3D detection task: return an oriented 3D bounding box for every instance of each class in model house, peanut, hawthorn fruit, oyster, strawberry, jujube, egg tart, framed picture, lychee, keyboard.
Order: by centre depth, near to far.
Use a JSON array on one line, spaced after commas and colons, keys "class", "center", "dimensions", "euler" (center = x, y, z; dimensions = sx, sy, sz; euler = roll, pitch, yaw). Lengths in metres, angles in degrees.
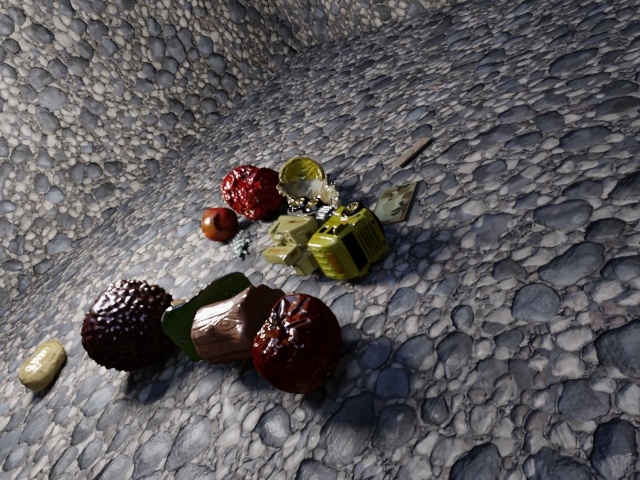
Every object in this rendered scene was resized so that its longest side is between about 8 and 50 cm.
[{"class": "jujube", "center": [-0.058, 0.256, 1.379], "dimensions": [0.213, 0.212, 0.232], "euler": [-14, 31, 32]}, {"class": "model house", "center": [-0.324, 0.200, 1.727], "dimensions": [0.294, 0.207, 0.154], "euler": [-32, 26, 3]}, {"class": "framed picture", "center": [0.235, -0.117, 1.827], "dimensions": [0.136, 0.010, 0.200], "euler": [-12, 35, 34]}, {"class": "lychee", "center": [-0.618, 0.280, 1.834], "dimensions": [0.331, 0.305, 0.306], "euler": [9, 44, 14]}, {"class": "oyster", "center": [-0.009, -0.158, 2.015], "dimensions": [0.198, 0.133, 0.337], "euler": [-33, 33, -22]}, {"class": "keyboard", "center": [0.332, -0.316, 2.023], "dimensions": [0.166, 0.017, 0.055], "euler": [-41, 25, -13]}, {"class": "peanut", "center": [-1.070, 0.475, 2.166], "dimensions": [0.137, 0.122, 0.253], "euler": [-31, 25, 27]}, {"class": "egg tart", "center": [-0.072, -0.237, 2.199], "dimensions": [0.191, 0.191, 0.074], "euler": [-45, -7, -19]}, {"class": "strawberry", "center": [-0.265, -0.185, 2.238], "dimensions": [0.274, 0.274, 0.220], "euler": [-14, 73, 33]}, {"class": "hawthorn fruit", "center": [-0.400, -0.070, 2.286], "dimensions": [0.172, 0.148, 0.148], "euler": [-12, 31, 1]}]

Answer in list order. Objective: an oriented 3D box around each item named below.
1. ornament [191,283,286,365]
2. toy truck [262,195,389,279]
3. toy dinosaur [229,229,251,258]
[{"class": "ornament", "center": [-0.216, 0.244, 1.548], "dimensions": [0.218, 0.221, 0.235], "euler": [-19, 19, 31]}, {"class": "toy truck", "center": [0.000, 0.000, 1.719], "dimensions": [0.254, 0.180, 0.405], "euler": [-46, 30, -24]}, {"class": "toy dinosaur", "center": [-0.312, 0.013, 2.165], "dimensions": [0.082, 0.039, 0.208], "euler": [-25, 29, 19]}]
